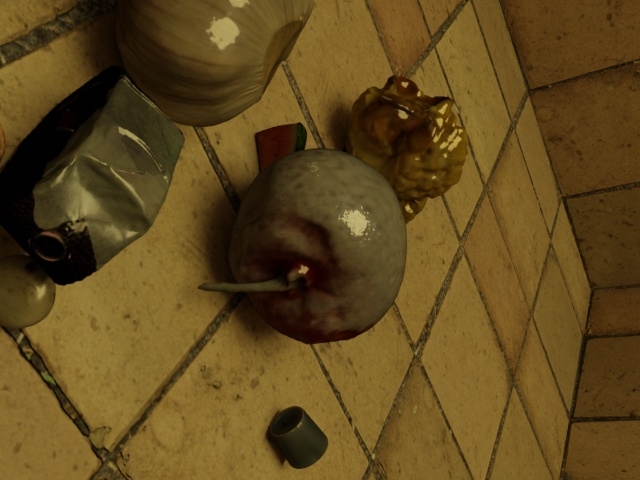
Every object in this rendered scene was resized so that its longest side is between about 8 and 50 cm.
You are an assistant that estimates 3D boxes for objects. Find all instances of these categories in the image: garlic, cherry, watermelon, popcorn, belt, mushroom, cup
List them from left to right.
[{"bbox_3d":[-0.346,0.059,0.869,0.079,0.085,0.085,113,-30,-85],"label":"mushroom"},{"bbox_3d":[-0.265,-0.075,0.891,0.164,0.184,0.289,54,24,-31],"label":"belt"},{"bbox_3d":[-0.163,-0.327,1.086,0.259,0.317,0.317,28,49,-6],"label":"garlic"},{"bbox_3d":[-0.071,-0.176,1.354,0.094,0.135,0.125,35,45,-1],"label":"watermelon"},{"bbox_3d":[-0.040,0.326,1.278,0.077,0.078,0.100,59,3,-23],"label":"cup"},{"bbox_3d":[-0.003,-0.010,1.235,0.326,0.291,0.335,68,25,-52],"label":"cherry"},{"bbox_3d":[0.186,-0.186,1.612,0.225,0.264,0.332,-34,129,-61],"label":"popcorn"}]

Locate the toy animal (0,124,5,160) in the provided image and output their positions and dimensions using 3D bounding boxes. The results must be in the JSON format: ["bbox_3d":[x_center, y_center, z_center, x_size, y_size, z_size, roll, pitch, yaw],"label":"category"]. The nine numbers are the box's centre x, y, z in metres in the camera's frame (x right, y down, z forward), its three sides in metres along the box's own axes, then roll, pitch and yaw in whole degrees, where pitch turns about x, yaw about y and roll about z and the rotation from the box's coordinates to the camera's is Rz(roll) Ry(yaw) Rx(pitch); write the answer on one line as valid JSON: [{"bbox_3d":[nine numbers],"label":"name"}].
[{"bbox_3d":[-0.403,-0.169,0.811,0.185,0.104,0.184,49,35,-33],"label":"toy animal"}]
